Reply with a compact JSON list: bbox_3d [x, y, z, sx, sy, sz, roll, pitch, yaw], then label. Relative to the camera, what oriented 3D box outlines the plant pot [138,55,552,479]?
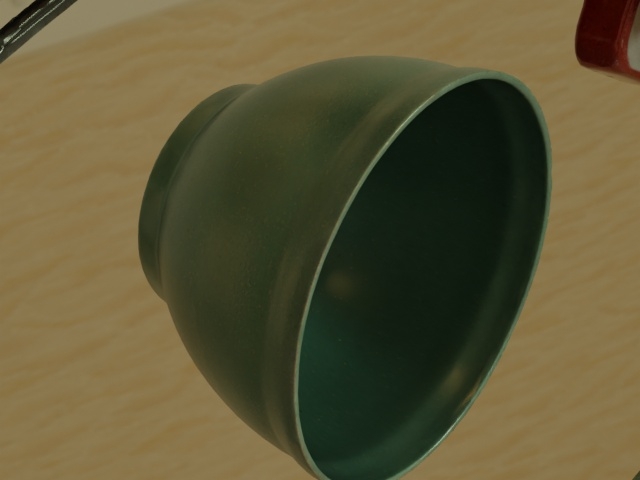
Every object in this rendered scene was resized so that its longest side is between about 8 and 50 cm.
[{"bbox_3d":[0.000,0.000,0.952,0.196,0.293,0.293,22,-38,32],"label":"plant pot"}]

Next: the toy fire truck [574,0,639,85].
[{"bbox_3d":[0.277,-0.253,0.973,0.169,0.254,0.302,20,-81,39],"label":"toy fire truck"}]

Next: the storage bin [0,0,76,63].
[{"bbox_3d":[-0.179,-0.149,0.562,0.180,0.122,0.084,25,-34,29],"label":"storage bin"}]

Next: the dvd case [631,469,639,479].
[{"bbox_3d":[0.158,0.174,0.726,0.087,0.013,0.119,-75,-173,-49],"label":"dvd case"}]
